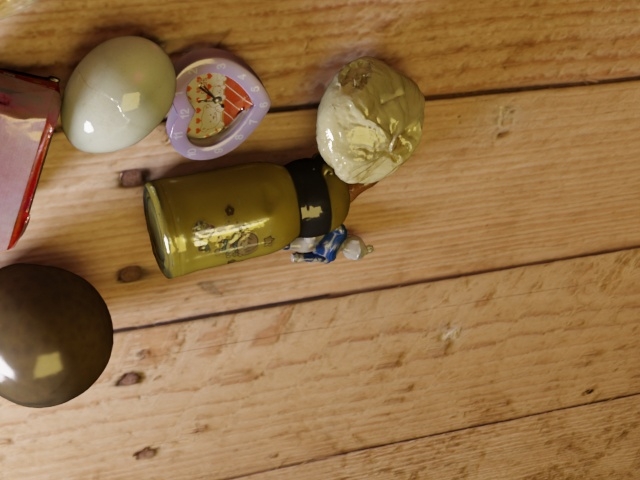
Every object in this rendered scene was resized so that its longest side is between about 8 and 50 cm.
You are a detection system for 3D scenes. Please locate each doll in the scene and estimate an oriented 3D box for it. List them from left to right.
[{"bbox_3d":[0.000,0.000,2.156,0.227,0.057,0.114,17,116,-26],"label":"doll"}]

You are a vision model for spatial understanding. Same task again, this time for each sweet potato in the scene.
[{"bbox_3d":[0.087,-0.115,2.099,0.179,0.044,0.044,-42,134,15],"label":"sweet potato"}]

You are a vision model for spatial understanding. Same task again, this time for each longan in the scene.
[{"bbox_3d":[-0.485,0.159,1.944,0.258,0.258,0.258,-14,135,-14],"label":"longan"}]

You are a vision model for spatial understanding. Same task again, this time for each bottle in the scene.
[{"bbox_3d":[-0.118,-0.050,1.965,0.351,0.172,0.172,-11,134,-16],"label":"bottle"}]

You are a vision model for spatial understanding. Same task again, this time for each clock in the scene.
[{"bbox_3d":[-0.168,-0.230,1.850,0.172,0.064,0.198,-10,134,-17],"label":"clock"}]

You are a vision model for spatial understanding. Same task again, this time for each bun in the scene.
[{"bbox_3d":[0.093,-0.195,1.918,0.220,0.134,0.221,-26,126,-41],"label":"bun"}]

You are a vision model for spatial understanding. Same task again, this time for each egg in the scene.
[{"bbox_3d":[-0.312,-0.218,1.729,0.209,0.151,0.151,-44,134,19],"label":"egg"}]

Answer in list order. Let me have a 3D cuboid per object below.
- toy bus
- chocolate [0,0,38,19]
[{"bbox_3d":[-0.491,-0.118,1.741,0.127,0.147,0.303,12,124,-21],"label":"toy bus"},{"bbox_3d":[-0.474,-0.347,1.551,0.309,0.134,0.134,-32,136,11],"label":"chocolate"}]
